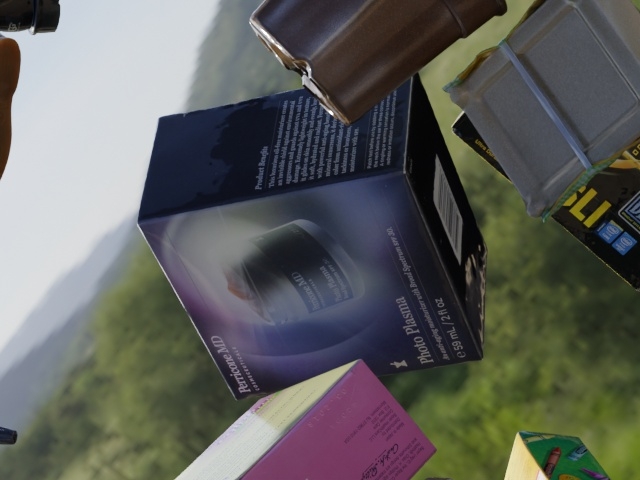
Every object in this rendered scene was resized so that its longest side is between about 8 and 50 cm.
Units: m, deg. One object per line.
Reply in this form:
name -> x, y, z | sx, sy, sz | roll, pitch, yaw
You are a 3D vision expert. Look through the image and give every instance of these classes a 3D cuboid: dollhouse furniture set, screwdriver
dollhouse furniture set -> 0.219, -0.201, 1.685 | 0.151, 0.301, 0.197 | -21, -16, -44
screwdriver -> -0.467, 0.242, 2.323 | 0.024, 0.170, 0.025 | 80, -165, -59

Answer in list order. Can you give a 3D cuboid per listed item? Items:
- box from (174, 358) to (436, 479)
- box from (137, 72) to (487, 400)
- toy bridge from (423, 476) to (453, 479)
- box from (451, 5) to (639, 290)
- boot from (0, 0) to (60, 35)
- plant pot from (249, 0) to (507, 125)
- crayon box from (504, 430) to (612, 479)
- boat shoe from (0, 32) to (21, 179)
box -> -0.045, 0.241, 1.734 | 0.213, 0.117, 0.243 | -43, 7, -28
box -> 0.000, 0.000, 1.960 | 0.294, 0.296, 0.182 | -10, 42, 18
toy bridge -> 0.089, 0.286, 1.443 | 0.026, 0.188, 0.063 | 2, 13, 31
box -> 0.363, -0.132, 2.248 | 0.257, 0.322, 0.079 | -47, 4, 28
boot -> -0.372, -0.307, 1.782 | 0.094, 0.207, 0.246 | 135, 128, -63
plant pot -> 0.041, -0.194, 1.529 | 0.165, 0.167, 0.167 | -45, 4, -2
crayon box -> 0.243, 0.370, 2.006 | 0.165, 0.081, 0.278 | -120, 40, -69
boat shoe -> -0.409, -0.149, 2.178 | 0.073, 0.073, 0.207 | 3, -77, -55
